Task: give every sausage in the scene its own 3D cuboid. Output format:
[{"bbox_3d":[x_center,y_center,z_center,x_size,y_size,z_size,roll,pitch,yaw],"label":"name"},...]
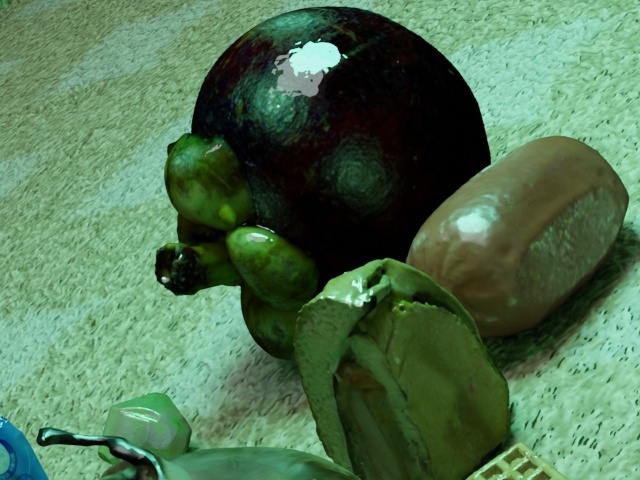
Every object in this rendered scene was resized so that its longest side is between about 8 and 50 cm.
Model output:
[{"bbox_3d":[0.178,-0.003,1.640,0.254,0.148,0.148,-40,24,-30],"label":"sausage"}]

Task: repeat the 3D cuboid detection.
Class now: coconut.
[{"bbox_3d":[-0.163,0.182,1.726,0.083,0.082,0.081,-2,66,64],"label":"coconut"}]

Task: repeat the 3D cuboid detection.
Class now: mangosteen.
[{"bbox_3d":[0.011,-0.062,1.765,0.330,0.330,0.330,-24,22,10],"label":"mangosteen"}]

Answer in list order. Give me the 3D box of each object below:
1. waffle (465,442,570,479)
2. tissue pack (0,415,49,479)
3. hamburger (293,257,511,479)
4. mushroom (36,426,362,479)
[{"bbox_3d":[0.148,0.209,1.335,0.102,0.042,0.148,-32,22,-8],"label":"waffle"},{"bbox_3d":[-0.325,0.296,1.502,0.146,0.198,0.263,-5,31,47],"label":"tissue pack"},{"bbox_3d":[0.056,0.095,1.477,0.135,0.208,0.155,-1,39,44],"label":"hamburger"},{"bbox_3d":[-0.107,0.259,1.188,0.362,0.295,0.362,-22,24,10],"label":"mushroom"}]
